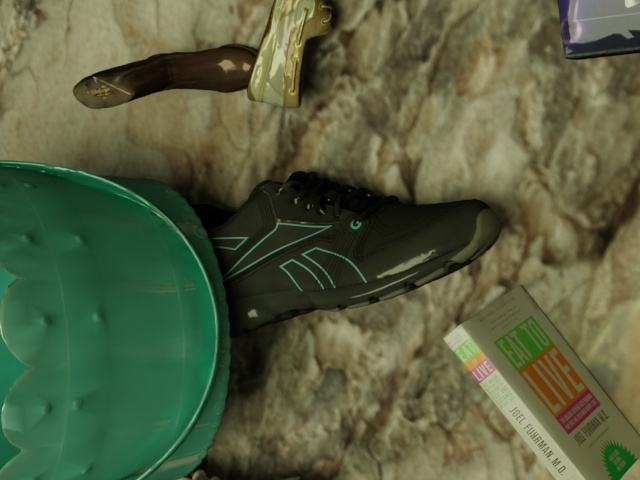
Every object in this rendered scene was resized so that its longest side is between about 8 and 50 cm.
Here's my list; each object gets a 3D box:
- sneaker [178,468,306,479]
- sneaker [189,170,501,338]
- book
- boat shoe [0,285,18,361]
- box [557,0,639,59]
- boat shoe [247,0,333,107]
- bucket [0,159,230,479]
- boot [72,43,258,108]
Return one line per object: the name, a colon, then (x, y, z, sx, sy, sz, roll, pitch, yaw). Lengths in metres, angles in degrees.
sneaker: (-0.119, 0.220, 1.160, 0.258, 0.094, 0.091, -22, 92, 32)
sneaker: (0.000, 0.000, 1.033, 0.267, 0.101, 0.106, -15, 92, 32)
book: (0.152, 0.106, 0.973, 0.035, 0.096, 0.144, -44, 80, 30)
boat shoe: (-0.277, 0.132, 1.244, 0.078, 0.070, 0.219, 12, 104, 7)
box: (0.219, -0.219, 0.846, 0.153, 0.108, 0.207, -5, 100, 30)
boat shoe: (-0.013, -0.159, 1.035, 0.045, 0.050, 0.135, 19, 114, -1)
bucket: (-0.203, 0.074, 1.070, 0.281, 0.183, 0.281, 9, 101, 54)
boot: (-0.112, -0.119, 1.057, 0.106, 0.114, 0.037, -1, 102, 30)
